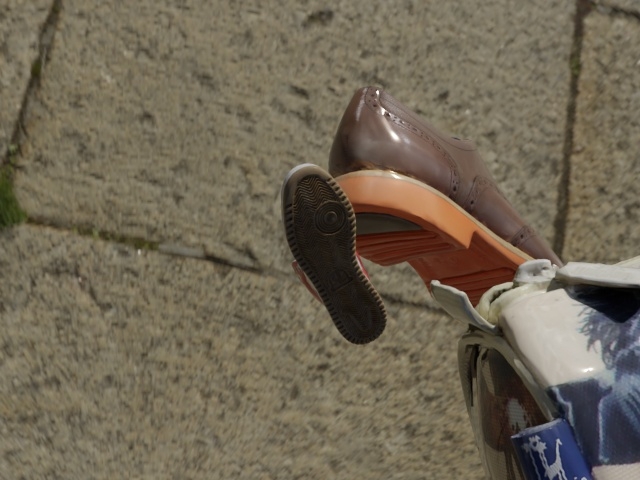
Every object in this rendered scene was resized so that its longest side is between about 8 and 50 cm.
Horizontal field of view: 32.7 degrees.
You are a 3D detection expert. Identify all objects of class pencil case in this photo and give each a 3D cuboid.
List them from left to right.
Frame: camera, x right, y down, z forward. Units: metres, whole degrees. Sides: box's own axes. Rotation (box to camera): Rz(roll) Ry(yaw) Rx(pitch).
[{"bbox_3d":[0.265,0.030,0.508,0.410,0.160,0.184,-24,108,-4],"label":"pencil case"}]

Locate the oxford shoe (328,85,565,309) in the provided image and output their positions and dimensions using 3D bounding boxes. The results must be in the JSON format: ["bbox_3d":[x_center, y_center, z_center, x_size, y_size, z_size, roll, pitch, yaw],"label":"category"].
[{"bbox_3d":[0.140,-0.021,0.990,0.130,0.363,0.133,-10,64,34],"label":"oxford shoe"}]

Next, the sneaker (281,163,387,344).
[{"bbox_3d":[0.000,0.000,0.639,0.042,0.067,0.118,-25,119,-6],"label":"sneaker"}]
